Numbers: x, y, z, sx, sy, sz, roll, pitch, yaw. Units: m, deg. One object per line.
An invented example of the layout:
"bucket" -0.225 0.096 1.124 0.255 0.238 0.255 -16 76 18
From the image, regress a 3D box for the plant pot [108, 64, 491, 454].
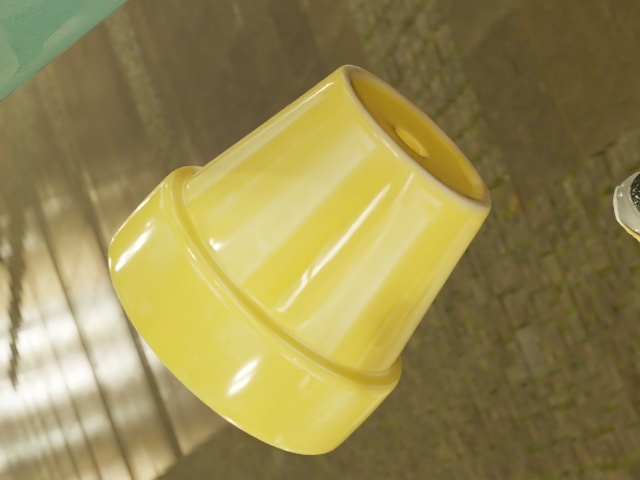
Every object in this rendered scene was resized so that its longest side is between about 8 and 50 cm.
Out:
"plant pot" 0.000 0.000 1.254 0.254 0.239 0.254 39 -163 -15

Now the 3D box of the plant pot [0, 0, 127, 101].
"plant pot" -0.202 -0.098 0.535 0.166 0.234 0.165 52 -166 13

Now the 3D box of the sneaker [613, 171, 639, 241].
"sneaker" 0.329 -0.035 1.181 0.083 0.215 0.084 66 -151 -58
